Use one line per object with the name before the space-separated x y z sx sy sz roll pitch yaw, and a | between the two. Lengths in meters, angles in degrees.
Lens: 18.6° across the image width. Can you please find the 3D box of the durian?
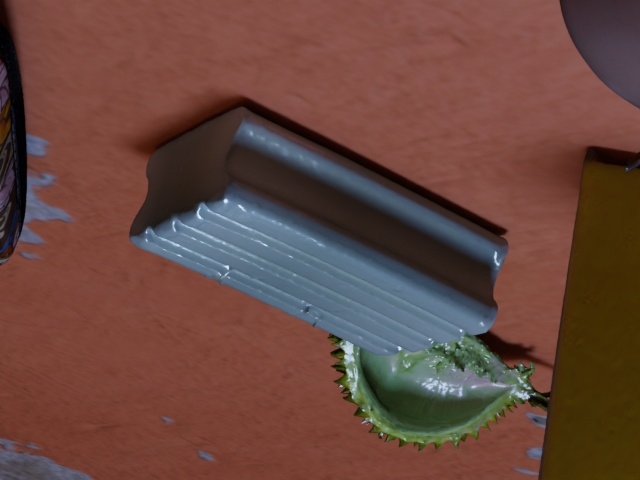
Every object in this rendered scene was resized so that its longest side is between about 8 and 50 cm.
durian | 0.073 0.088 1.332 0.215 0.086 0.100 31 138 -32

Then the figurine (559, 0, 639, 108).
figurine | 0.160 -0.105 0.793 0.125 0.125 0.138 -12 131 45

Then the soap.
soap | 0.000 0.000 1.172 0.198 0.067 0.119 26 156 -27

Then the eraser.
eraser | 0.201 0.075 1.039 0.158 0.226 0.069 9 159 4

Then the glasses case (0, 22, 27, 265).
glasses case | -0.237 -0.062 1.142 0.122 0.082 0.321 12 157 -2

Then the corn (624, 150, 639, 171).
corn | 0.280 -0.061 0.845 0.310 0.101 0.101 -13 146 38
